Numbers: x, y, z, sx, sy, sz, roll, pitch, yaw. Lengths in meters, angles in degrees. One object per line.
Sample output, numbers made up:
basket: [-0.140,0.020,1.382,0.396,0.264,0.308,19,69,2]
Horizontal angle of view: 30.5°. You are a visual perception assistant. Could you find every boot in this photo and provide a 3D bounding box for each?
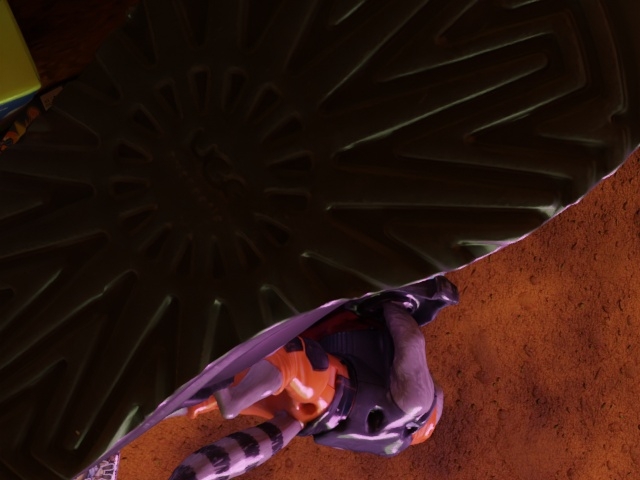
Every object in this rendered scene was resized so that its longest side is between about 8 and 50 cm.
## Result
boot: [0.023,-0.050,0.606,0.367,0.146,0.445,-30,177,16]

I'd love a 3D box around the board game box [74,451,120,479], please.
board game box: [-0.347,0.188,1.058,0.291,0.141,0.232,4,-159,-19]

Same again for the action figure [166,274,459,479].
action figure: [-0.029,0.159,1.114,0.330,0.178,0.341,5,153,-34]

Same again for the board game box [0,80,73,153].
board game box: [-0.147,-0.055,0.708,0.136,0.035,0.201,-23,-179,20]

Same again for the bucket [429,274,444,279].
bucket: [0.000,0.000,1.311,0.281,0.281,0.183,-23,171,9]

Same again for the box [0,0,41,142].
box: [-0.171,-0.040,0.435,0.109,0.042,0.178,-25,-178,-25]
